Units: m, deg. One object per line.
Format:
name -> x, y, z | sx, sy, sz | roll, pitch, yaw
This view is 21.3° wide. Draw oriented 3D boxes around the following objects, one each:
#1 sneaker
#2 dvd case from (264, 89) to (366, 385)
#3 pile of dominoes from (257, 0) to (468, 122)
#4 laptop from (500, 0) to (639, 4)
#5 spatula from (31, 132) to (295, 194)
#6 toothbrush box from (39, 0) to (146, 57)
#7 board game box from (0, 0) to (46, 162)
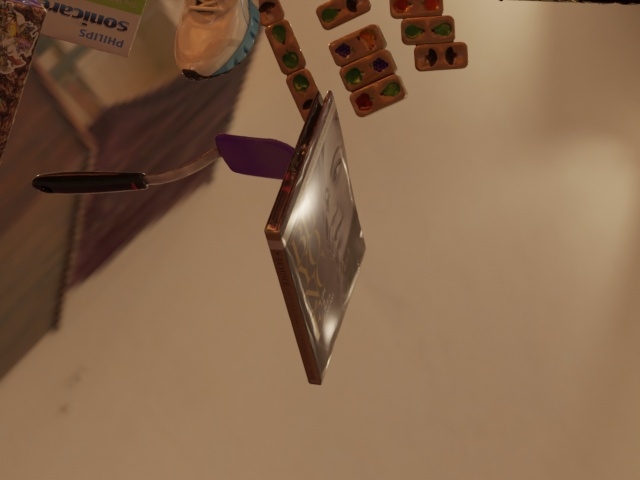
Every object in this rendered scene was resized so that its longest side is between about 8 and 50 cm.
sneaker -> -0.084, -0.223, 1.393 | 0.071, 0.191, 0.083 | 7, -21, 28
dvd case -> 0.000, 0.000, 1.520 | 0.018, 0.164, 0.221 | 6, -38, 18
pile of dominoes -> 0.027, -0.260, 1.825 | 0.040, 0.196, 0.251 | -28, 94, -83
laptop -> 0.172, -0.352, 1.581 | 0.264, 0.136, 0.234 | 8, -37, 34
spatula -> -0.157, -0.071, 1.741 | 0.296, 0.030, 0.084 | -7, -30, 11
toothbrush box -> -0.291, -0.391, 2.045 | 0.206, 0.283, 0.122 | 14, 23, -16
board game box -> -0.391, -0.136, 1.582 | 0.232, 0.141, 0.291 | 47, -58, 51
